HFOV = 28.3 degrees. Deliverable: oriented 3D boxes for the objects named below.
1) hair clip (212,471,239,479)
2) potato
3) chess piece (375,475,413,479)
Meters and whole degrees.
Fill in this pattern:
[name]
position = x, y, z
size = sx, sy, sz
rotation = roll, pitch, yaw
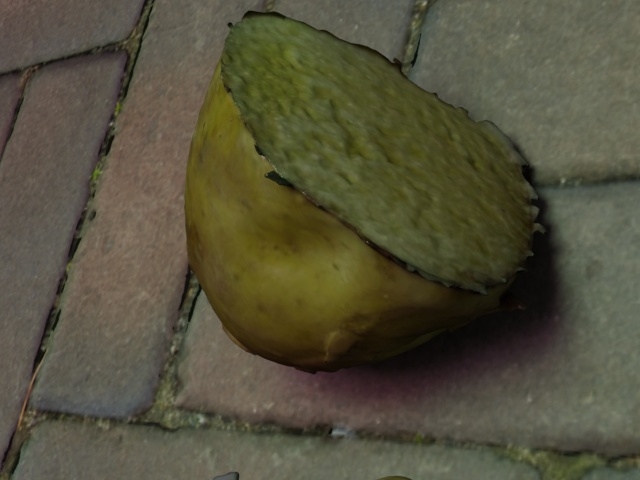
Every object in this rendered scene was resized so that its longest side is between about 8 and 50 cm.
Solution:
[hair clip]
position = -0.062, 0.242, 0.967
size = 0.278, 0.090, 0.137
rotation = 144, 134, -59
[potato]
position = 0.000, 0.000, 1.024
size = 0.237, 0.301, 0.288
rotation = -56, 4, 34
[chess piece]
position = 0.061, 0.310, 0.877
size = 0.139, 0.124, 0.307
rotation = 107, 159, -46
